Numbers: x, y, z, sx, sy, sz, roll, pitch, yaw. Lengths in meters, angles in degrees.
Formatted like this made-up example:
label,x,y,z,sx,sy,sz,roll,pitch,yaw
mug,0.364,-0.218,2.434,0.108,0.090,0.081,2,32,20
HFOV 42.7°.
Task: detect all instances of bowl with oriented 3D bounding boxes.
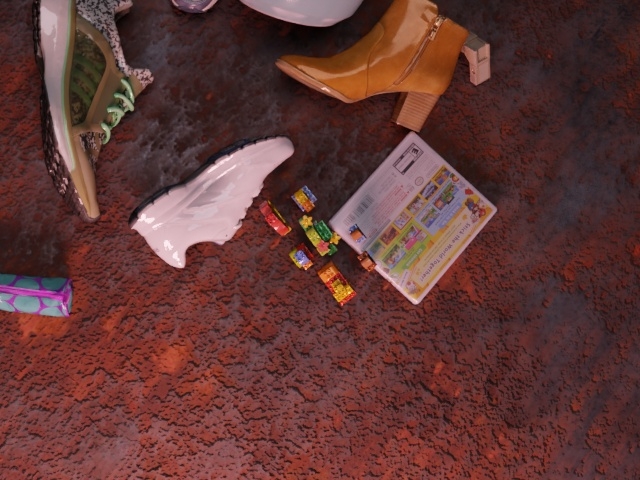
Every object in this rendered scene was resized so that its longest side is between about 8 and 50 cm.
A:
label,x,y,z,sx,sy,sz,roll,pitch,yaw
bowl,-0.037,-0.456,1.326,0.312,0.311,0.163,15,117,-7

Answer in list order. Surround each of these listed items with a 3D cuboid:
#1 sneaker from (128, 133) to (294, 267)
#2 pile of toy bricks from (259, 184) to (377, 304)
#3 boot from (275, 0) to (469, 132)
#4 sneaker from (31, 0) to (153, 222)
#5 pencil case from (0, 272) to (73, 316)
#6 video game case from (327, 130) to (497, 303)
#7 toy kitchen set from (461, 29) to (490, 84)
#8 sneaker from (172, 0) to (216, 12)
label,x,y,z,sx,sy,sz,roll,pitch,yaw
sneaker,-0.162,-0.072,1.336,0.297,0.111,0.129,-35,104,-9
pile of toy bricks,0.000,0.000,1.322,0.118,0.105,0.212,-39,89,7
boot,0.090,-0.327,1.376,0.295,0.104,0.211,19,99,-18
sneaker,-0.351,-0.234,1.302,0.182,0.158,0.410,-5,86,-22
pencil case,-0.462,0.082,1.265,0.152,0.070,0.064,6,81,-10
video game case,0.160,-0.041,1.411,0.206,0.026,0.227,42,77,-1
toy kitchen set,0.250,-0.325,1.465,0.068,0.075,0.083,-31,48,-15
sneaker,-0.204,-0.525,1.371,0.110,0.122,0.282,8,80,-7
